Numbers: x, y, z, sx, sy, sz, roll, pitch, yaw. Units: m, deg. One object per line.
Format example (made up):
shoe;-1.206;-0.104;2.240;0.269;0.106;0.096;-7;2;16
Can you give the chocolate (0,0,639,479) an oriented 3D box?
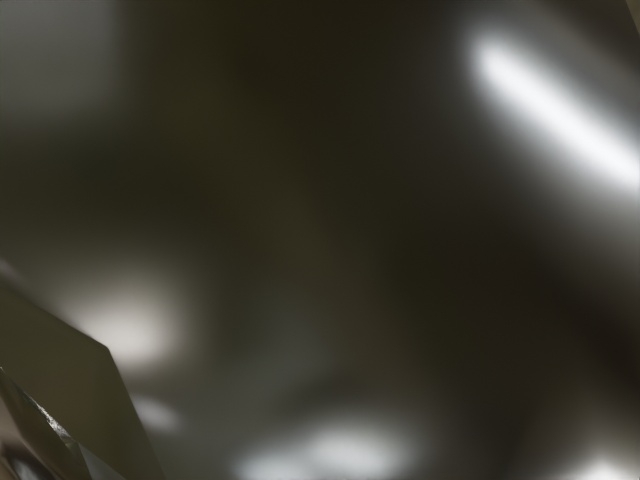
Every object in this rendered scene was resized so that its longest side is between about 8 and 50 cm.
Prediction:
chocolate;-0.071;-0.002;0.510;0.297;0.326;0.314;-26;-99;45
